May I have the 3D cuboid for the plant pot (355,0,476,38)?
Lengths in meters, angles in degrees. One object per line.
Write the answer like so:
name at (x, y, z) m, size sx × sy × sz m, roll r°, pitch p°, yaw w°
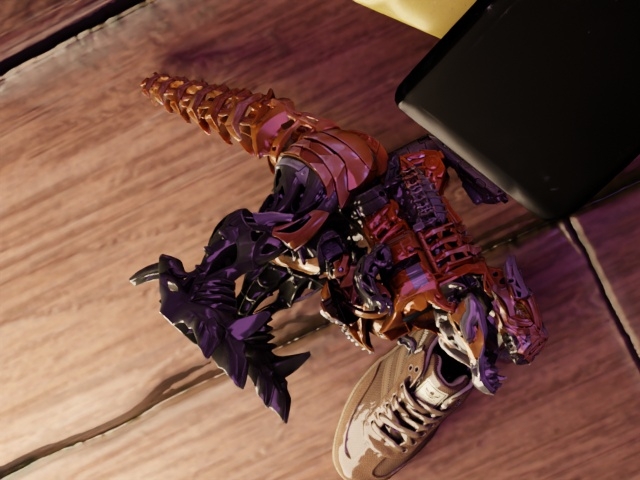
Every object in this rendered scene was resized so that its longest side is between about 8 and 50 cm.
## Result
plant pot at (0.123, -0.225, 1.133) m, size 0.212 × 0.212 × 0.187 m, roll 23°, pitch 116°, yaw 3°

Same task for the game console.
game console at (0.068, -0.179, 1.041) m, size 0.361 × 0.044 × 0.213 m, roll 37°, pitch 128°, yaw -8°

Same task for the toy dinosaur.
toy dinosaur at (0.000, 0.000, 1.218) m, size 0.218 × 0.164 × 0.322 m, roll -48°, pitch 48°, yaw -3°

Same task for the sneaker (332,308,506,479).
sneaker at (0.069, 0.100, 1.254) m, size 0.066 × 0.071 × 0.188 m, roll 36°, pitch 101°, yaw 0°
